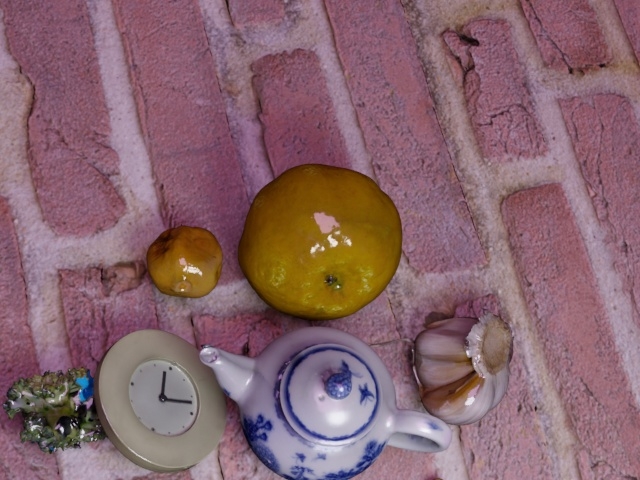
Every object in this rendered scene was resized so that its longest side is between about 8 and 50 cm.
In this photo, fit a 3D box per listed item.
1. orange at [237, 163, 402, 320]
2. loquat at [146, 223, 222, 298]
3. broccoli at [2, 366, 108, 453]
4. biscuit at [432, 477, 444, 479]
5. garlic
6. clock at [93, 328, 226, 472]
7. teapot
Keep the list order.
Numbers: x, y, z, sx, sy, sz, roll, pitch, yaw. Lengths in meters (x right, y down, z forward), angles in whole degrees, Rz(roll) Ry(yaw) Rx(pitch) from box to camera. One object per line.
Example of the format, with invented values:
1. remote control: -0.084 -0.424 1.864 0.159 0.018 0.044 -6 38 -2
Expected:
1. orange: 0.000 0.000 1.914 0.279 0.279 0.235 -4 41 -13
2. loquat: -0.227 0.034 1.933 0.137 0.113 0.137 1 49 -1
3. broccoli: -0.399 0.269 1.778 0.154 0.160 0.167 -41 110 -12
4. biscuit: 0.191 0.464 1.895 0.205 0.031 0.138 16 73 -8
5. garlic: 0.211 0.184 1.903 0.257 0.207 0.207 25 66 -12
6. clock: -0.254 0.254 1.830 0.235 0.029 0.235 22 51 -31
7. teapot: 0.004 0.254 1.803 0.424 0.280 0.252 19 68 -5
